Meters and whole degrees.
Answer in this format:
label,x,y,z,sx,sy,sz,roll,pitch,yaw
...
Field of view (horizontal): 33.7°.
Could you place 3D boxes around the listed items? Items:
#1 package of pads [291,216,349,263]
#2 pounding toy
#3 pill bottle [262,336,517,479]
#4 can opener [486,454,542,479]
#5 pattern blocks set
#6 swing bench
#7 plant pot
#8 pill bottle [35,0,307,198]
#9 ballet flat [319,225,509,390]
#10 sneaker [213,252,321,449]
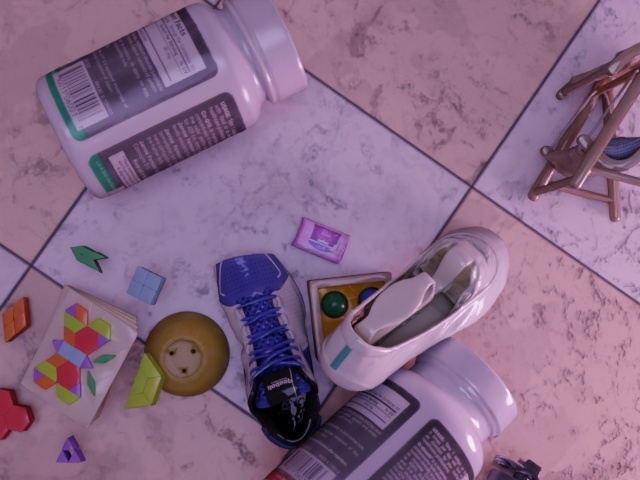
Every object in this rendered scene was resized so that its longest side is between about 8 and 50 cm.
label,x,y,z,sx,sy,sz,roll,pitch,yaw
package of pads,0.000,0.000,1.666,0.083,0.032,0.050,22,88,-3
pounding toy,0.092,0.140,1.638,0.206,0.094,0.181,-6,89,-3
pill bottle,0.104,0.318,1.543,0.363,0.210,0.210,-40,91,-17
can opener,0.378,0.427,1.658,0.280,0.074,0.093,33,70,-5
pattern blocks set,-0.365,0.173,1.592,0.286,0.026,0.324,13,89,17
swing bench,0.446,-0.172,1.590,0.165,0.253,0.254,15,87,-3
plant pot,-0.207,0.177,1.616,0.134,0.095,0.134,0,89,-4
pill bottle,-0.216,-0.225,1.572,0.361,0.204,0.204,-26,90,-4
ballet flat,0.162,0.075,1.543,0.400,0.139,0.139,-35,91,-32
sneaker,-0.063,0.169,1.583,0.128,0.182,0.315,-16,90,-6
